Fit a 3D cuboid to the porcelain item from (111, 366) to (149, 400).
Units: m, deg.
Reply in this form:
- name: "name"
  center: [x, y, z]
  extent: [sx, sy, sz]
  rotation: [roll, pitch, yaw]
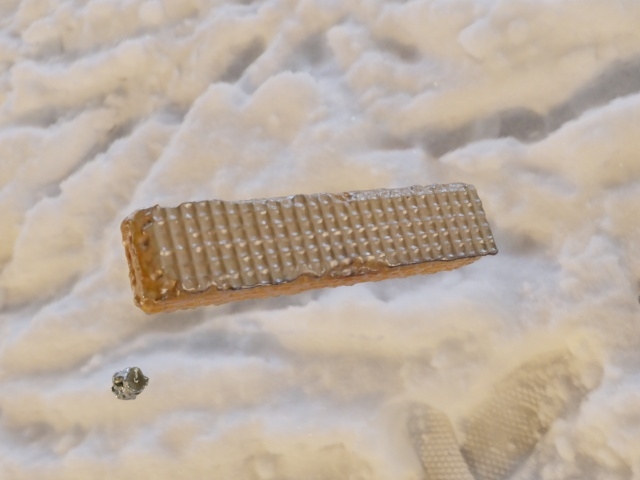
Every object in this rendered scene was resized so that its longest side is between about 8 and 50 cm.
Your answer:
- name: "porcelain item"
  center: [-0.209, 0.155, 0.939]
  extent: [0.083, 0.028, 0.036]
  rotation: [-33, 74, 60]

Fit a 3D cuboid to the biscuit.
- name: "biscuit"
  center: [0.000, 0.000, 0.834]
  extent: [0.054, 0.379, 0.094]
  rotation: [-38, 64, 56]

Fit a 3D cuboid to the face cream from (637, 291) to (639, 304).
- name: "face cream"
  center: [0.686, 0.081, 1.520]
  extent: [0.195, 0.175, 0.175]
  rotation: [-45, 51, -6]
